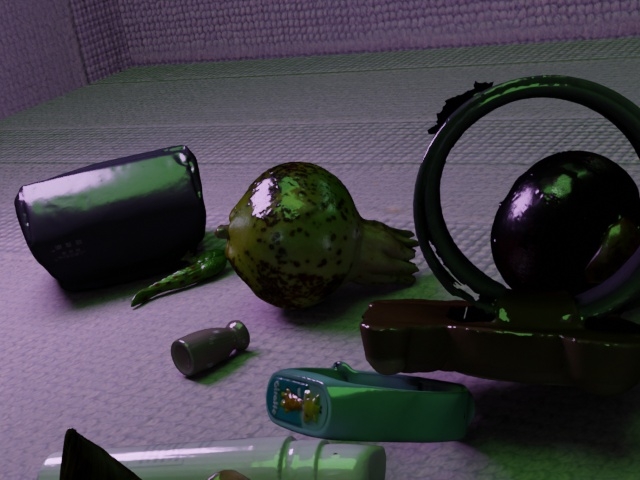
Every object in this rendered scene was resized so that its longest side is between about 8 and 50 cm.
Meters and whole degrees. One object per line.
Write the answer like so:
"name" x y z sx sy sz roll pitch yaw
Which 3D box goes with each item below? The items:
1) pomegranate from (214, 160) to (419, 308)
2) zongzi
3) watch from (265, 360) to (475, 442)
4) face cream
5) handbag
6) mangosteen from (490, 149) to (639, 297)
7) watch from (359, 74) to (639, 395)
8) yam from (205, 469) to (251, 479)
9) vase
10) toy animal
"pomegranate" -0.005 0.015 1.704 0.204 0.276 0.222 -48 19 15
"zongzi" -0.146 0.247 1.031 0.187 0.184 0.084 23 49 3
"watch" 0.049 0.171 1.265 0.195 0.068 0.237 3 -2 -32
"face cream" -0.109 0.249 1.176 0.346 0.102 0.102 -6 20 16
"handbag" -0.334 -0.011 1.970 0.302 0.178 0.275 -15 -24 -10
"mangosteen" 0.345 0.003 1.517 0.250 0.211 0.211 35 40 21
"watch" 0.215 -0.018 1.285 0.335 0.327 0.314 2 5 8
"yam" 0.013 0.273 1.017 0.300 0.066 0.066 17 32 32
"vase" -0.145 0.141 1.574 0.101 0.053 0.053 -20 21 -38
"toy animal" -0.217 0.050 1.891 0.217 0.041 0.075 -24 24 -21
